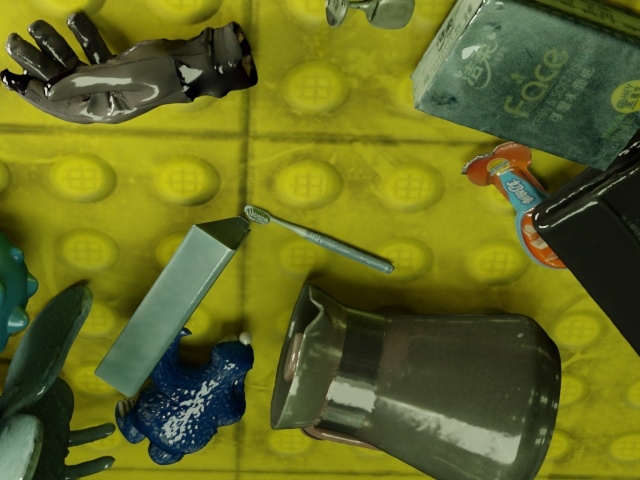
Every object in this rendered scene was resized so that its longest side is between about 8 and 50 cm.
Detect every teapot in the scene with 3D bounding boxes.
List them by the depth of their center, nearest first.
[{"bbox_3d":[0.116,0.202,1.975,0.344,0.253,0.300,15,142,-6],"label":"teapot"}]

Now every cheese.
[{"bbox_3d":[0.276,-0.036,1.871,0.106,0.037,0.256,-31,128,23],"label":"cheese"}]

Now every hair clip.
[{"bbox_3d":[-0.415,0.294,1.984,0.392,0.318,0.238,-23,131,17],"label":"hair clip"}]

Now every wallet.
[{"bbox_3d":[0.455,0.032,1.901,0.228,0.062,0.406,-35,127,12],"label":"wallet"}]

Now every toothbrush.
[{"bbox_3d":[0.000,0.000,1.912,0.219,0.019,0.016,23,115,-22],"label":"toothbrush"}]

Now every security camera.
[{"bbox_3d":[0.058,-0.259,1.648,0.092,0.058,0.058,4,135,-23],"label":"security camera"}]

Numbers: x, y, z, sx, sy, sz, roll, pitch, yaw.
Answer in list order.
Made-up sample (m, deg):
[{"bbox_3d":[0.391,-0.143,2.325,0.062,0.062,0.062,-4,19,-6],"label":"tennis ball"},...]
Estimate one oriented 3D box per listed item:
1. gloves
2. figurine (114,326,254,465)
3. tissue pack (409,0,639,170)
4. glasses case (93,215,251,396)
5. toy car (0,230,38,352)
[{"bbox_3d":[-0.212,-0.188,1.652,0.285,0.142,0.119,2,106,-2],"label":"gloves"},{"bbox_3d":[-0.177,0.218,2.050,0.164,0.121,0.262,19,129,-15],"label":"figurine"},{"bbox_3d":[0.255,-0.195,1.686,0.257,0.081,0.185,16,132,-18],"label":"tissue pack"},{"bbox_3d":[-0.180,0.087,1.904,0.105,0.056,0.266,-12,144,-56],"label":"glasses case"},{"bbox_3d":[-0.458,0.081,1.814,0.190,0.255,0.188,4,134,49],"label":"toy car"}]
